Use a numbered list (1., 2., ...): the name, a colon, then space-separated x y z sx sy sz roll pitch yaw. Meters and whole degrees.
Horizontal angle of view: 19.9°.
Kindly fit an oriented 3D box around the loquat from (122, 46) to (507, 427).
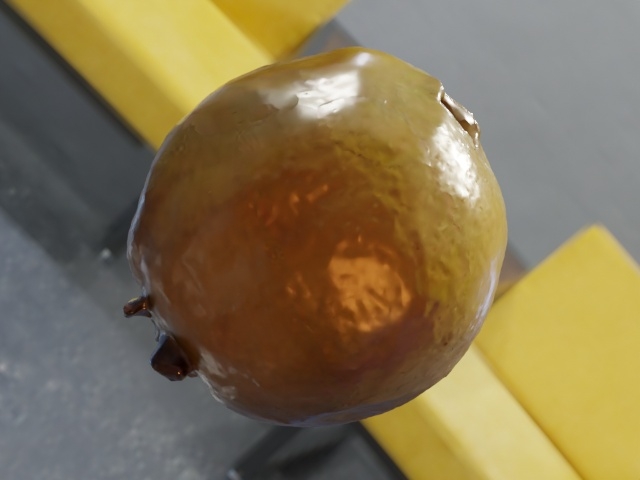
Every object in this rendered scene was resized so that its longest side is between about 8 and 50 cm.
1. loquat: 0.000 0.000 1.091 0.238 0.238 0.193 47 6 -2
